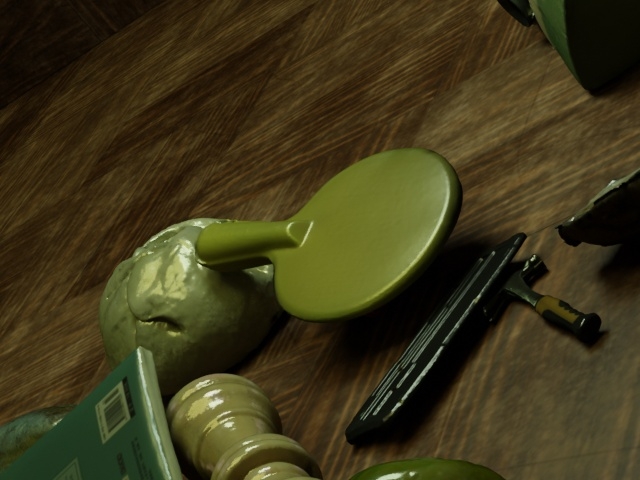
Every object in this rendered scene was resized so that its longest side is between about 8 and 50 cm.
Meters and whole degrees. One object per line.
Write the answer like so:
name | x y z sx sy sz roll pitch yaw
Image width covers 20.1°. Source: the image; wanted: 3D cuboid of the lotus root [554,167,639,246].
lotus root | 0.356 -0.070 1.594 0.329 0.078 0.167 -34 -4 24

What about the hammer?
hammer | 0.205 0.062 1.654 0.078 0.021 0.201 -42 17 -3

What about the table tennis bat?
table tennis bat | 0.000 0.000 1.937 0.368 0.054 0.224 -5 49 43

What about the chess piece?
chess piece | -0.046 0.228 1.640 0.117 0.117 0.397 -42 21 -5

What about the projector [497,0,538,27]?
projector | 0.298 -0.355 2.225 0.193 0.088 0.269 -45 2 -3

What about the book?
book | -0.274 0.310 1.788 0.379 0.031 0.264 -42 40 20

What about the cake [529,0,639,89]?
cake | 0.369 -0.285 2.027 0.283 0.172 0.158 -13 43 -12

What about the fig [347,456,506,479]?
fig | 0.058 0.250 1.298 0.167 0.167 0.233 -21 20 46

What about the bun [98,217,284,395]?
bun | -0.165 0.067 2.157 0.259 0.160 0.259 -36 22 17

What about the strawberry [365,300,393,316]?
strawberry | 0.053 0.027 1.946 0.146 0.082 0.187 -38 24 26

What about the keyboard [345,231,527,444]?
keyboard | 0.113 0.093 1.746 0.262 0.016 0.106 -51 10 -30

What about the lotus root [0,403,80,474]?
lotus root | -0.313 0.273 2.013 0.322 0.140 0.158 -20 52 49
